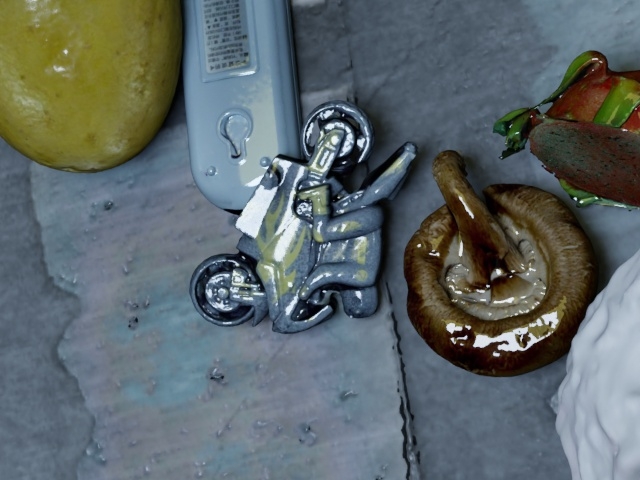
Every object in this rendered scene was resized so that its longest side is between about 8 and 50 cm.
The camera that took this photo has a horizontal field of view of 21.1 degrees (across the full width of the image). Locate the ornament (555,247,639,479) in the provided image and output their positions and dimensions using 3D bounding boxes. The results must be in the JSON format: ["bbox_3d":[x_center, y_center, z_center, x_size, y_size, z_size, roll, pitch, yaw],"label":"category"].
[{"bbox_3d":[0.311,0.108,0.979,0.337,0.337,0.337,-3,78,16],"label":"ornament"}]

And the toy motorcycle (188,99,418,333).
[{"bbox_3d":[0.000,0.000,1.234,0.124,0.061,0.193,36,98,0],"label":"toy motorcycle"}]

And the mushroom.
[{"bbox_3d":[0.118,0.013,1.192,0.135,0.080,0.170,-21,76,2],"label":"mushroom"}]

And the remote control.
[{"bbox_3d":[-0.063,-0.139,1.296,0.087,0.047,0.244,-9,78,12],"label":"remote control"}]

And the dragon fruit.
[{"bbox_3d":[0.225,-0.074,1.169,0.175,0.138,0.142,-38,93,-15],"label":"dragon fruit"}]

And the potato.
[{"bbox_3d":[-0.184,-0.128,1.283,0.204,0.178,0.158,-16,100,9],"label":"potato"}]
